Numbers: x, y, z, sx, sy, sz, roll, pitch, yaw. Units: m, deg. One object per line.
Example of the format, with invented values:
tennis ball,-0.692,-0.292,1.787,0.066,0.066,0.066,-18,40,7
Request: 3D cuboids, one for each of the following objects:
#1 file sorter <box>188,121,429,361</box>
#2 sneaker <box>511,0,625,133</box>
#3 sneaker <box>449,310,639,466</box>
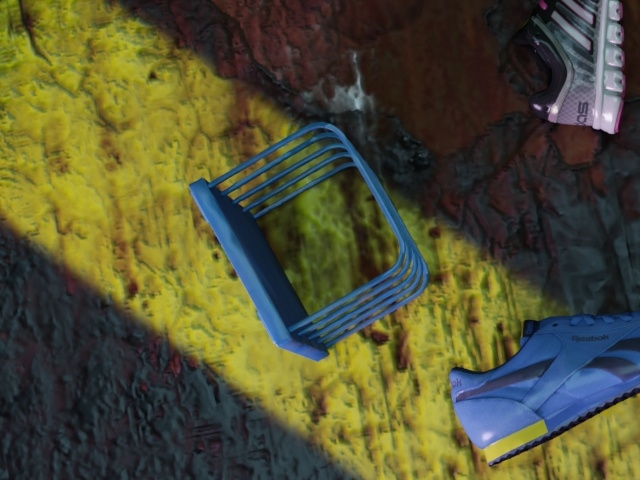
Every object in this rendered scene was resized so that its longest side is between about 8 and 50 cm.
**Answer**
file sorter,0.000,0.000,1.267,0.104,0.170,0.118,-31,80,4
sneaker,0.167,-0.156,1.303,0.074,0.063,0.170,-3,89,4
sneaker,0.185,0.073,1.276,0.209,0.069,0.082,-27,77,8
